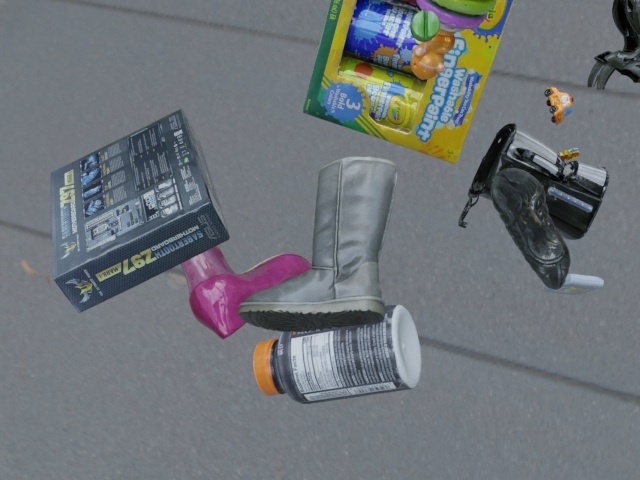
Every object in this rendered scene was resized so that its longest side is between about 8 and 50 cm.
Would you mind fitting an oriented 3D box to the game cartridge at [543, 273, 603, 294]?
[{"bbox_3d":[0.338,0.060,1.270,0.055,0.083,0.017,10,77,-9],"label":"game cartridge"}]

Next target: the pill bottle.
[{"bbox_3d":[0.021,0.180,1.449,0.245,0.130,0.131,-11,58,21],"label":"pill bottle"}]

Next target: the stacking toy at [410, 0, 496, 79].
[{"bbox_3d":[0.197,-0.362,1.342,0.165,0.302,0.175,-17,49,-39],"label":"stacking toy"}]

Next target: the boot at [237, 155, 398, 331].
[{"bbox_3d":[-0.001,0.001,1.123,0.189,0.076,0.209,-3,66,9],"label":"boot"}]

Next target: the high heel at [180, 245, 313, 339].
[{"bbox_3d":[-0.096,0.116,1.652,0.127,0.377,0.181,-42,59,26],"label":"high heel"}]

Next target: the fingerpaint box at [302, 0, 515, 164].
[{"bbox_3d":[0.198,-0.439,2.041,0.371,0.445,0.163,20,30,5],"label":"fingerpaint box"}]

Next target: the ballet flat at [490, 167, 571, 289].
[{"bbox_3d":[0.216,-0.018,0.988,0.057,0.049,0.173,-11,41,2],"label":"ballet flat"}]

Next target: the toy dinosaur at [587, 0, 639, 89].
[{"bbox_3d":[0.308,-0.252,0.852,0.321,0.164,0.219,0,102,34],"label":"toy dinosaur"}]

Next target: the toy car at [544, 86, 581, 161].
[{"bbox_3d":[0.379,-0.184,1.459,0.040,0.122,0.060,-16,45,13],"label":"toy car"}]

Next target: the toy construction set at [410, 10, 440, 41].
[{"bbox_3d":[0.194,-0.423,1.068,0.308,0.237,0.258,-28,91,1],"label":"toy construction set"}]

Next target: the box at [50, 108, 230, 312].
[{"bbox_3d":[-0.211,-0.041,1.062,0.183,0.059,0.233,-26,36,0],"label":"box"}]

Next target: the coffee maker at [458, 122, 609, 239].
[{"bbox_3d":[0.330,-0.070,1.456,0.178,0.171,0.120,27,24,-5],"label":"coffee maker"}]
